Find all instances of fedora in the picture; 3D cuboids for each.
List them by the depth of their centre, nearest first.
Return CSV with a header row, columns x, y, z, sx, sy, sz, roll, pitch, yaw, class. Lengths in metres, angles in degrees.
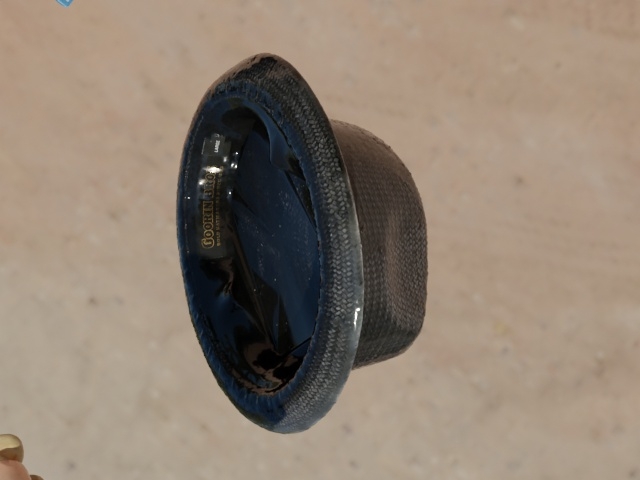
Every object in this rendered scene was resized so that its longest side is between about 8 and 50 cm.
x,y,z,sx,sy,sz,roll,pitch,yaw,class
0.000,0.000,1.693,0.334,0.152,0.334,8,100,59,fedora

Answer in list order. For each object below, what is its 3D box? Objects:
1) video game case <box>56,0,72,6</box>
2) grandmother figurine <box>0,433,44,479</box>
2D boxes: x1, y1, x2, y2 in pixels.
x,y,z,sx,sy,sz,roll,pitch,yaw,class
-0.233,-0.320,1.809,0.119,0.166,0.015,39,174,-35,video game case
-0.212,0.315,1.579,0.342,0.104,0.208,52,176,47,grandmother figurine
